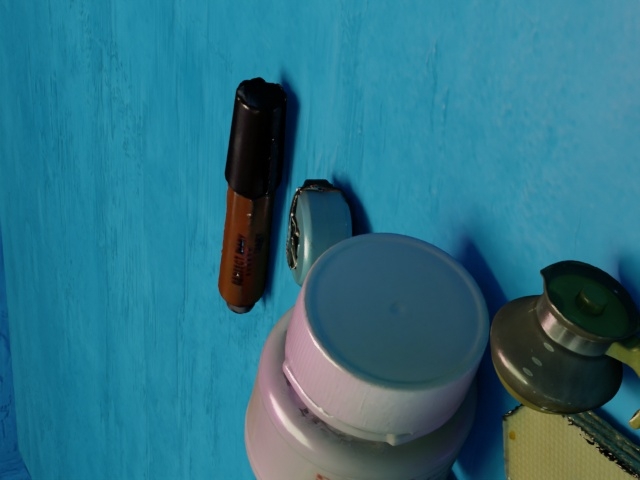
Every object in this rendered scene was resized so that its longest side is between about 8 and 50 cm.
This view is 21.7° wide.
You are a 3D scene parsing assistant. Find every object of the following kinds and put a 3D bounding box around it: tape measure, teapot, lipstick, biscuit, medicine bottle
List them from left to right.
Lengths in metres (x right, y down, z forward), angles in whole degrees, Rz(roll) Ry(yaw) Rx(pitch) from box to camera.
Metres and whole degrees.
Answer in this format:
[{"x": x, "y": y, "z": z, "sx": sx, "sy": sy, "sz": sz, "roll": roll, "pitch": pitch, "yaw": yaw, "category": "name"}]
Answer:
[{"x": -0.095, "y": -0.049, "z": 2.255, "sx": 0.418, "sy": 0.077, "sz": 0.077, "roll": 98, "pitch": 149, "yaw": -47, "category": "lipstick"}, {"x": 0.000, "y": 0.000, "z": 2.041, "sx": 0.125, "sy": 0.081, "sz": 0.146, "roll": -104, "pitch": 16, "yaw": -52, "category": "tape measure"}, {"x": 0.051, "y": 0.156, "z": 1.801, "sx": 0.302, "sy": 0.241, "sz": 0.241, "roll": 106, "pitch": 143, "yaw": -52, "category": "medicine bottle"}, {"x": 0.236, "y": 0.099, "z": 1.503, "sx": 0.166, "sy": 0.130, "sz": 0.119, "roll": 35, "pitch": 129, "yaw": 10, "category": "teapot"}, {"x": 0.255, "y": 0.232, "z": 1.614, "sx": 0.250, "sy": 0.046, "sz": 0.147, "roll": 38, "pitch": 139, "yaw": 56, "category": "biscuit"}]
